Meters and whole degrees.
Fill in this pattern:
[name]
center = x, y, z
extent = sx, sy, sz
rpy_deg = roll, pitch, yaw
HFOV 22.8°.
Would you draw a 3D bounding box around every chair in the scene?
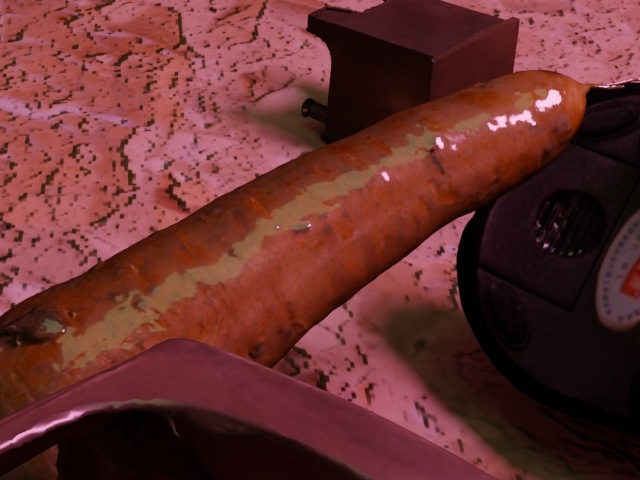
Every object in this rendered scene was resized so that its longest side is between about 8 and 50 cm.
[chair]
center = 0.013, 0.109, 0.390
extent = 0.176, 0.183, 0.326
rpy_deg = 24, 35, 23

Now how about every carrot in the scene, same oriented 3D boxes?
[carrot]
center = 0.000, 0.000, 0.581
extent = 0.298, 0.078, 0.078
rpy_deg = -32, 45, -18

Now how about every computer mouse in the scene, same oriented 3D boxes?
[computer mouse]
center = 0.162, 0.027, 0.616
extent = 0.233, 0.137, 0.096
rpy_deg = 32, 9, 40

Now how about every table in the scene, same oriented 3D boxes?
[table]
center = 0.044, -0.085, 0.828
extent = 0.082, 0.070, 0.083
rpy_deg = 24, 35, 30
